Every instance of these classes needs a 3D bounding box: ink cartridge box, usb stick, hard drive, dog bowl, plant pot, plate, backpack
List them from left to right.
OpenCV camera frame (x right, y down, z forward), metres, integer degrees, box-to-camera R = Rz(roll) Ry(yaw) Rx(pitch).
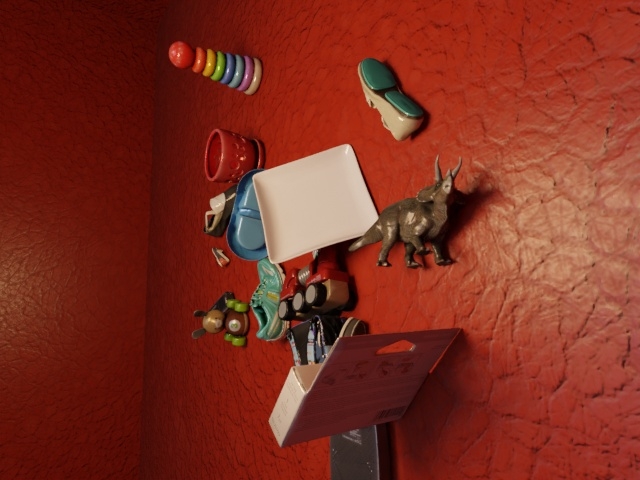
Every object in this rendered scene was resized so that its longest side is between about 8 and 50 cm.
[{"bbox_3d":[-0.425,0.296,1.680,0.278,0.045,0.077,-43,59,44],"label":"usb stick"},{"bbox_3d":[-0.315,-0.299,1.482,0.191,0.174,0.190,-10,77,53],"label":"plant pot"},{"bbox_3d":[-0.214,-0.084,1.318,0.074,0.166,0.296,9,86,67],"label":"dog bowl"},{"bbox_3d":[-0.016,-0.093,1.019,0.045,0.278,0.277,65,-172,-61],"label":"plate"},{"bbox_3d":[0.002,0.285,1.007,0.158,0.117,0.173,-37,56,47],"label":"backpack"},{"bbox_3d":[0.088,0.496,0.913,0.172,0.054,0.254,-15,73,54],"label":"hard drive"},{"bbox_3d":[0.084,0.245,0.741,0.066,0.297,0.261,49,124,46],"label":"ink cartridge box"}]

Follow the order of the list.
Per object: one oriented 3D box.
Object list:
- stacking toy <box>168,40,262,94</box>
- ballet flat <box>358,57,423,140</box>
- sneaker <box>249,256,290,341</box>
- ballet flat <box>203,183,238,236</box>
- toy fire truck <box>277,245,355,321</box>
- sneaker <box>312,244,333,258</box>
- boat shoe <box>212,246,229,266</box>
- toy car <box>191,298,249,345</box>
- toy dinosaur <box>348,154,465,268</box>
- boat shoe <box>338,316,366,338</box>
[{"bbox_3d":[-0.390,-0.655,1.497,0.141,0.331,0.141,-11,77,54],"label":"stacking toy"},{"bbox_3d":[0.146,-0.319,0.919,0.086,0.086,0.248,-53,47,37],"label":"ballet flat"},{"bbox_3d":[-0.166,0.178,1.267,0.107,0.110,0.275,-38,55,47],"label":"sneaker"},{"bbox_3d":[-0.419,-0.119,1.677,0.280,0.096,0.095,-59,42,32],"label":"ballet flat"},{"bbox_3d":[-0.035,0.078,1.072,0.217,0.159,0.246,-36,48,48],"label":"toy fire truck"},{"bbox_3d":[0.000,0.000,1.114,0.098,0.038,0.069,-48,50,40],"label":"sneaker"},{"bbox_3d":[-0.422,0.063,1.707,0.043,0.049,0.137,-37,39,-7],"label":"boat shoe"},{"bbox_3d":[-0.372,0.301,1.476,0.149,0.189,0.154,3,89,55],"label":"toy car"},{"bbox_3d":[0.184,-0.029,0.819,0.314,0.121,0.160,-26,53,56],"label":"toy dinosaur"},{"bbox_3d":[0.079,0.286,0.913,0.069,0.081,0.227,-12,58,44],"label":"boat shoe"}]
